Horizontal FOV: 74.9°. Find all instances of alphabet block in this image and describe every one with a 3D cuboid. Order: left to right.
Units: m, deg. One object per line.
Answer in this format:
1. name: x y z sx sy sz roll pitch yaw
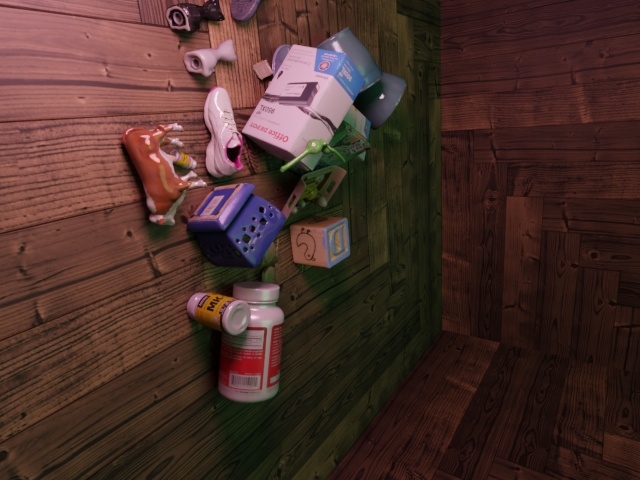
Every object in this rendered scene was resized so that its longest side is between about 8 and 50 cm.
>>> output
1. alphabet block: 0.000 0.000 1.898 0.193 0.197 0.192 -25 115 -51

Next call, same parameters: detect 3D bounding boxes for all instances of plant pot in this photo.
1. plant pot: -0.300 -0.059 1.437 0.212 0.236 0.236 54 52 -36
2. plant pot: 0.106 -0.797 1.882 0.271 0.272 0.255 -50 119 -38
3. plant pot: 0.273 -0.745 2.141 0.195 0.290 0.290 29 67 -14

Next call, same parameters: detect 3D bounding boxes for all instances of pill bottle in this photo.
1. pill bottle: -0.444 -0.258 1.351 0.083 0.043 0.043 21 78 -55
2. pill bottle: -0.350 0.244 1.424 0.119 0.209 0.119 -14 107 -54
3. pill bottle: -0.255 0.368 1.566 0.229 0.229 0.407 1 94 -55

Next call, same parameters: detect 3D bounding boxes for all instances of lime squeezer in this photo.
1. lime squeezer: 0.000 -0.304 1.471 0.310 0.059 0.110 -17 126 -42

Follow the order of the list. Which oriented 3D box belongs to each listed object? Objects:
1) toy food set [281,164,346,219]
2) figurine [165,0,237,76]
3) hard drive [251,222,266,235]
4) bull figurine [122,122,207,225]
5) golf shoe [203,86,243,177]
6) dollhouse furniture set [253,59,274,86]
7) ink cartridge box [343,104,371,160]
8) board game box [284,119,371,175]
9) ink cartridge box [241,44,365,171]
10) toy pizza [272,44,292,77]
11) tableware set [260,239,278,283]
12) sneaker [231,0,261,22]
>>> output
1. toy food set: -0.028 -0.197 1.811 0.306 0.092 0.219 -29 160 -50
2. figurine: -0.366 -0.667 1.365 0.209 0.092 0.214 -50 135 -44
3. hard drive: -0.227 -0.061 1.714 0.135 0.022 0.094 13 85 -55
4. bull figurine: -0.465 -0.196 1.254 0.188 0.101 0.310 -29 116 -27
5. golf shoe: -0.318 -0.371 1.431 0.115 0.140 0.306 -12 104 -52
6. dollhouse furniture set: -0.212 -0.623 1.641 0.076 0.059 0.151 -43 110 -34
7. ink cartridge box: 0.074 -0.503 1.917 0.270 0.197 0.198 21 78 -55
8. board game box: 0.030 -0.373 1.792 0.213 0.317 0.046 20 50 -54
9. ink cartridge box: -0.067 -0.494 1.549 0.166 0.285 0.395 31 89 -53
10. toy pizza: -0.137 -0.700 1.729 0.201 0.032 0.201 -14 107 -52
11. tableware set: -0.223 0.097 1.735 0.128 0.039 0.194 -28 125 -63
12. sneaker: -0.221 -0.910 1.512 0.131 0.112 0.319 36 73 -70
